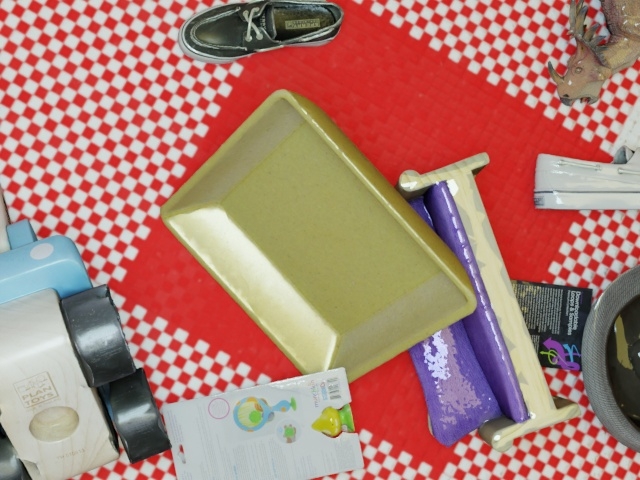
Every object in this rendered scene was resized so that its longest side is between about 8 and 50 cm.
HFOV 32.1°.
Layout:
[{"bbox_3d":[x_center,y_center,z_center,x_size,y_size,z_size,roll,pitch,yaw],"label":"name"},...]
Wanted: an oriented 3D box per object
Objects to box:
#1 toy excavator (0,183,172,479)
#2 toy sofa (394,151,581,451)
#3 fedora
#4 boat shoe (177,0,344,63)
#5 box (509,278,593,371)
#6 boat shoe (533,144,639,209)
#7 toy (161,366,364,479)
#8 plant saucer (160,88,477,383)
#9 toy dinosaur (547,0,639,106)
[{"bbox_3d":[-0.381,0.032,1.340,0.222,0.445,0.433,-21,132,-10],"label":"toy excavator"},{"bbox_3d":[0.180,0.084,1.424,0.177,0.150,0.362,-19,86,-2],"label":"toy sofa"},{"bbox_3d":[0.448,0.148,1.496,0.243,0.124,0.275,-24,99,-7],"label":"fedora"},{"bbox_3d":[-0.078,-0.284,1.462,0.219,0.070,0.078,-11,89,-9],"label":"boat shoe"},{"bbox_3d":[0.288,0.114,1.521,0.162,0.029,0.116,7,86,-7],"label":"box"},{"bbox_3d":[0.422,-0.086,1.524,0.267,0.096,0.088,-1,92,-1],"label":"boat shoe"},{"bbox_3d":[-0.073,0.248,1.440,0.237,0.056,0.137,-11,97,0],"label":"toy"},{"bbox_3d":[0.000,0.000,1.372,0.333,0.333,0.081,48,48,-4],"label":"plant saucer"},{"bbox_3d":[0.417,-0.338,1.521,0.200,0.127,0.296,4,81,-2],"label":"toy dinosaur"}]
